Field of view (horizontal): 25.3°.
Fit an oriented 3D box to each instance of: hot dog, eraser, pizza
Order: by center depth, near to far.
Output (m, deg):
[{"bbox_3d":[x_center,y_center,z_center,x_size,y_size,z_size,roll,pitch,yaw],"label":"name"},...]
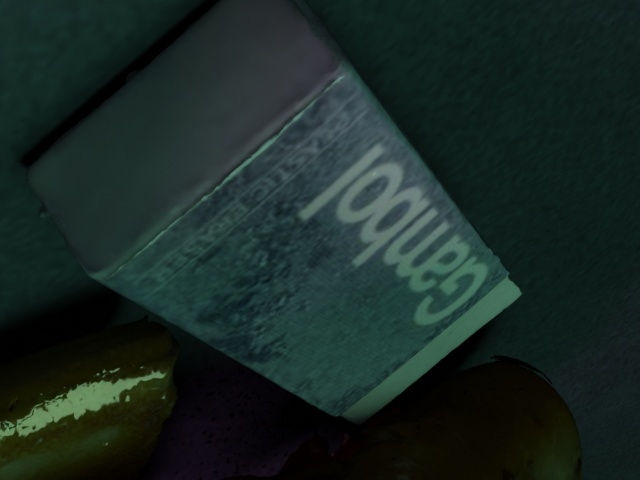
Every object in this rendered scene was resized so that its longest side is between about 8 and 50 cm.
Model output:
[{"bbox_3d":[0.000,0.000,0.469,0.092,0.046,0.212,-40,152,5],"label":"eraser"},{"bbox_3d":[-0.107,0.095,0.501,0.184,0.036,0.176,-37,150,7],"label":"pizza"},{"bbox_3d":[-0.009,0.145,0.560,0.349,0.117,0.158,-26,146,-57],"label":"hot dog"}]
